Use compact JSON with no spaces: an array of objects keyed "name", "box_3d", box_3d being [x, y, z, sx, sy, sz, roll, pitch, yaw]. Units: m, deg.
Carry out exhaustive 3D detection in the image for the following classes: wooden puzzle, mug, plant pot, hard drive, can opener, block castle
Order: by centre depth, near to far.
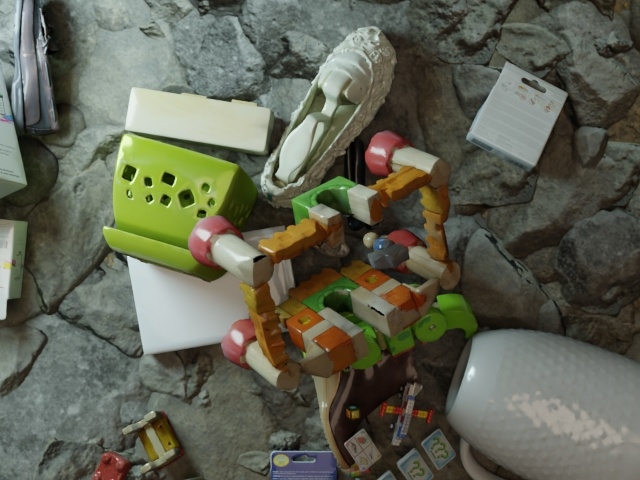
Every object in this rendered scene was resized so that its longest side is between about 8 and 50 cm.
[{"name":"block castle","box_3d":[0.017,0.026,1.355,0.453,0.213,0.303,-29,124,-26]},{"name":"plant pot","box_3d":[-0.262,-0.048,1.433,0.227,0.228,0.207,16,84,7]},{"name":"mug","box_3d":[0.399,0.345,1.449,0.328,0.276,0.374,20,122,6]},{"name":"can opener","box_3d":[0.071,-0.110,1.538,0.059,0.073,0.186,-11,87,40]},{"name":"hard drive","box_3d":[-0.210,0.100,1.547,0.319,0.040,0.210,-10,91,1]},{"name":"wooden puzzle","box_3d":[0.070,0.451,1.565,0.049,0.006,0.083,-16,91,1]}]

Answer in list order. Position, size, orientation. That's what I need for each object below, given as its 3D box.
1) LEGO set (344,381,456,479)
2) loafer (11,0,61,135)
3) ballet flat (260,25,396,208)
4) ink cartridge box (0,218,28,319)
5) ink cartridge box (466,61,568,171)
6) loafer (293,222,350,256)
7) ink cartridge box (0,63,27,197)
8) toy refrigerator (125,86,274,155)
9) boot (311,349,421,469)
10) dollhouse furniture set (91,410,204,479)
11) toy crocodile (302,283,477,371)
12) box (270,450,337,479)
[{"name":"LEGO set","box_3d":[0.152,0.389,1.488,0.182,0.060,0.244,-36,108,-13]},{"name":"loafer","box_3d":[-0.557,-0.357,1.527,0.095,0.109,0.302,3,98,-18]},{"name":"ballet flat","box_3d":[0.016,-0.238,1.484,0.147,0.147,0.408,31,92,0]},{"name":"ink cartridge box","box_3d":[-0.661,0.053,1.542,0.115,0.067,0.198,6,90,1]},{"name":"ink cartridge box","box_3d":[0.391,-0.247,1.539,0.145,0.045,0.179,28,73,1]},{"name":"loafer","box_3d":[0.000,0.000,1.541,0.125,0.039,0.045,25,91,1]},{"name":"ink cartridge box","box_3d":[-0.694,-0.203,1.461,0.201,0.117,0.278,-21,77,19]},{"name":"toy refrigerator","box_3d":[-0.231,-0.234,1.511,0.270,0.102,0.094,10,91,2]},{"name":"boot","box_3d":[0.099,0.309,1.518,0.207,0.090,0.248,-14,86,3]},{"name":"dollhouse furniture set","box_3d":[-0.308,0.549,1.526,0.201,0.152,0.374,-31,73,2]},{"name":"toy crocodile","box_3d":[0.131,0.177,1.465,0.341,0.115,0.105,-20,121,-7]},{"name":"box","box_3d":[-0.033,0.532,1.553,0.137,0.036,0.225,0,91,1]}]
